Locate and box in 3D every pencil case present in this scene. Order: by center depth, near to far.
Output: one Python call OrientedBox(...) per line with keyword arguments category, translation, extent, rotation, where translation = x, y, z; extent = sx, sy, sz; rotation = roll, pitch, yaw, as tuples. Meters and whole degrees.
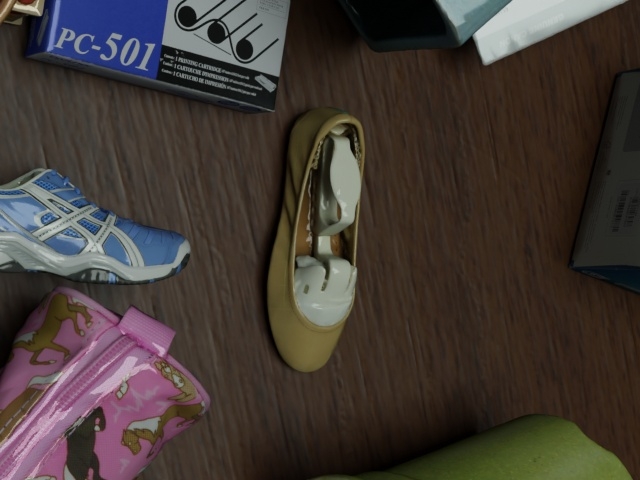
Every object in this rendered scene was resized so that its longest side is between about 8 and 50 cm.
OrientedBox(category="pencil case", translation=(-0.246, 0.207, 0.886), extent=(0.386, 0.167, 0.160), rotation=(-50, 128, -21))

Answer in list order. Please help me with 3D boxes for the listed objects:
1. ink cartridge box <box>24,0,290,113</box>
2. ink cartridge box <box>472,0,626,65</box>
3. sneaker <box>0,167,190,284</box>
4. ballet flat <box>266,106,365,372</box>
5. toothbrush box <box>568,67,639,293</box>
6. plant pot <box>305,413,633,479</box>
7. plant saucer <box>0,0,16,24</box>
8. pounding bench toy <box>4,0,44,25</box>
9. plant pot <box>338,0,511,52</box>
OrientedBox(category="ink cartridge box", translation=(-0.126, -0.170, 1.011), extent=(0.207, 0.046, 0.097), rotation=(10, 86, -34))
OrientedBox(category="ink cartridge box", translation=(0.215, -0.324, 1.163), extent=(0.275, 0.060, 0.239), rotation=(-25, 105, -9))
OrientedBox(category="sneaker", translation=(-0.194, -0.012, 0.965), extent=(0.211, 0.080, 0.081), rotation=(8, 90, -31))
OrientedBox(category="ballet flat", translation=(0.000, 0.000, 1.080), extent=(0.080, 0.073, 0.232), rotation=(1, 91, -30))
OrientedBox(category="toothbrush box", translation=(0.427, -0.030, 1.283), extent=(0.295, 0.126, 0.216), rotation=(20, 82, -25))
OrientedBox(category="plant pot", translation=(0.138, 0.278, 1.081), extent=(0.254, 0.276, 0.276), rotation=(-23, 103, -40))
OrientedBox(category="plant saucer", translation=(-0.301, -0.211, 0.886), extent=(0.200, 0.037, 0.200), rotation=(0, 87, -4))
OrientedBox(category="pounding bench toy", translation=(-0.251, -0.197, 0.936), extent=(0.083, 0.065, 0.052), rotation=(9, 87, -29))
OrientedBox(category="plant pot", translation=(0.106, -0.321, 0.990), extent=(0.252, 0.247, 0.248), rotation=(-35, 103, -7))
